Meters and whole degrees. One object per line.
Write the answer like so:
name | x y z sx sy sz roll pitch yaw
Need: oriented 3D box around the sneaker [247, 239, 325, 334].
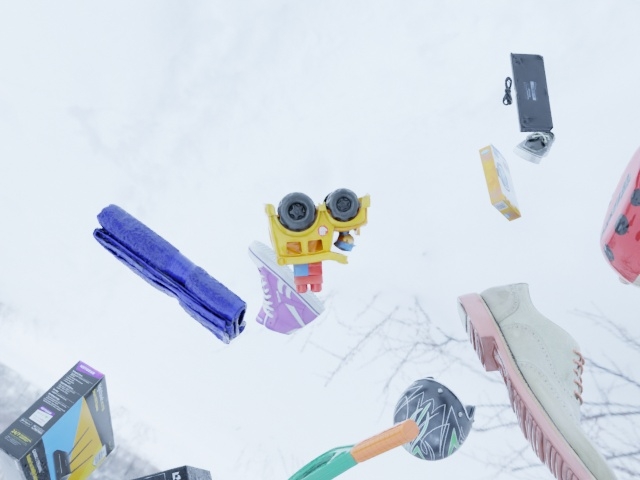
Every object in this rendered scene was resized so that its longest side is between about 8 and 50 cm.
sneaker | -0.126 0.137 1.569 0.282 0.161 0.102 50 -175 -25

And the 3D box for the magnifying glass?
magnifying glass | 0.032 0.271 0.758 0.231 0.092 0.026 -42 79 38

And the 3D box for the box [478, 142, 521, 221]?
box | 0.324 -0.110 1.113 0.028 0.136 0.081 -25 144 30

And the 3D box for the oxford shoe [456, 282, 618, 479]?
oxford shoe | 0.354 0.213 0.946 0.140 0.146 0.397 70 178 -50

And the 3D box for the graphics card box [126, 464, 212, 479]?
graphics card box | -0.448 0.612 1.411 0.371 0.094 0.233 -15 155 -3

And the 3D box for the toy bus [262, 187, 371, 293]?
toy bus | 0.000 0.000 1.281 0.220 0.211 0.149 -7 180 -4

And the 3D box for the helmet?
helmet | 0.226 0.361 1.246 0.169 0.169 0.161 12 -178 31

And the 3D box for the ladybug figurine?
ladybug figurine | 0.808 -0.085 1.488 0.162 0.305 0.449 16 117 9

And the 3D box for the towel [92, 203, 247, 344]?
towel | -0.272 0.075 1.122 0.308 0.076 0.227 36 160 6

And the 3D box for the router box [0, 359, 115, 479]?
router box | -0.322 0.253 0.761 0.046 0.133 0.179 26 135 14

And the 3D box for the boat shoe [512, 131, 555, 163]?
boat shoe | 0.575 -0.258 1.640 0.078 0.219 0.070 33 120 18

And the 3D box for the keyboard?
keyboard | 0.439 -0.320 1.326 0.108 0.180 0.023 -1 167 -12
